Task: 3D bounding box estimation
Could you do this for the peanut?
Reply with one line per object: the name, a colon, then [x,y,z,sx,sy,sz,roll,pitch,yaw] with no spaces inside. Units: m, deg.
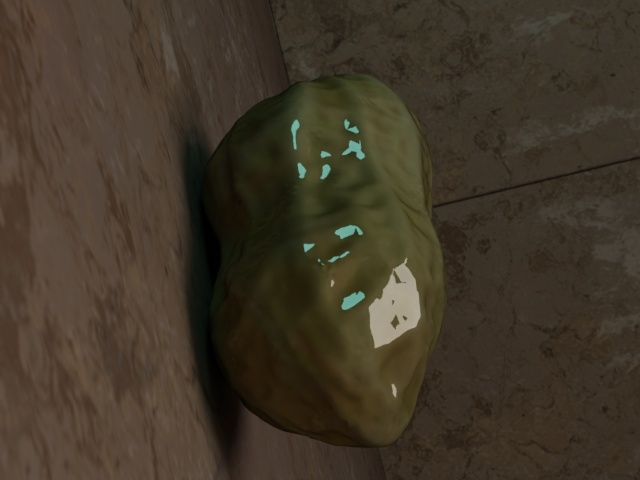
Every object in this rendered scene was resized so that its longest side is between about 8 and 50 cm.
peanut: [0.000,0.000,0.699,0.313,0.152,0.152,-89,167,-52]
